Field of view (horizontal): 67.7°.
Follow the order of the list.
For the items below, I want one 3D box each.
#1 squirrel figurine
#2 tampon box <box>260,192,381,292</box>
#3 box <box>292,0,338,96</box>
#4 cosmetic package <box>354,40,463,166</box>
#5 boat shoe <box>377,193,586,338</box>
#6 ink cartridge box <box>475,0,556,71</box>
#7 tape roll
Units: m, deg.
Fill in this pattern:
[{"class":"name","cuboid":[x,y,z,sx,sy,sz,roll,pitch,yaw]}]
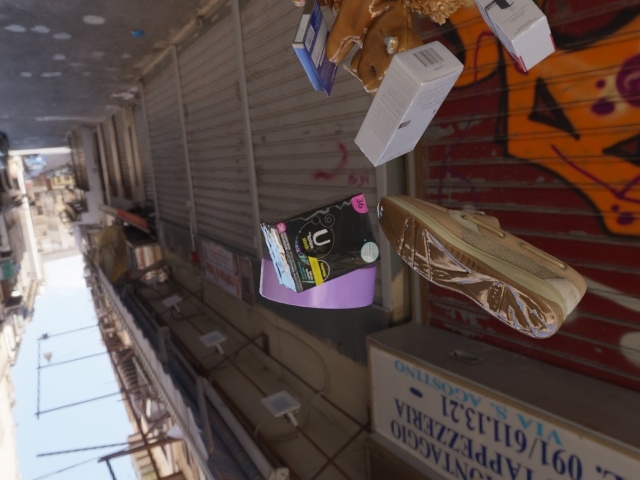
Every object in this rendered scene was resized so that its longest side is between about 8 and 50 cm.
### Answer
[{"class":"squirrel figurine","cuboid":[0.177,-0.554,1.139,0.397,0.371,0.280,-38,142,29]},{"class":"tampon box","cuboid":[0.000,0.000,0.810,0.160,0.121,0.101,-21,-168,-19]},{"class":"box","cuboid":[-0.006,-0.496,1.257,0.036,0.137,0.225,9,164,22]},{"class":"cosmetic package","cuboid":[0.163,-0.256,0.923,0.117,0.086,0.231,-28,160,-27]},{"class":"boat shoe","cuboid":[0.238,0.016,0.760,0.110,0.122,0.341,-36,-124,-25]},{"class":"ink cartridge box","cuboid":[0.609,-0.707,1.518,0.114,0.273,0.197,-34,152,24]},{"class":"tape roll","cuboid":[-0.007,0.090,1.145,0.274,0.090,0.275,5,-175,0]}]
